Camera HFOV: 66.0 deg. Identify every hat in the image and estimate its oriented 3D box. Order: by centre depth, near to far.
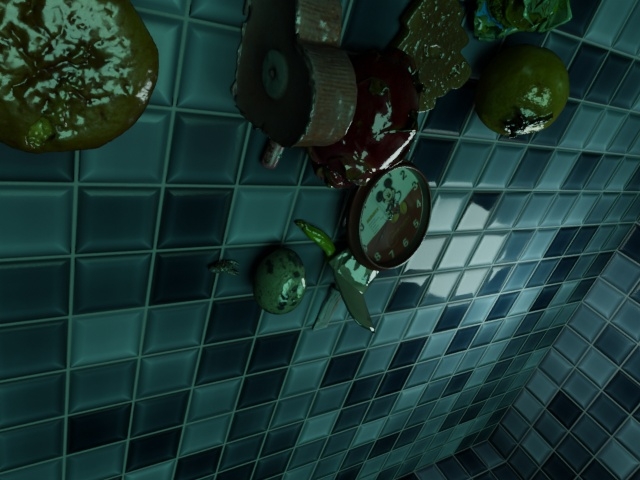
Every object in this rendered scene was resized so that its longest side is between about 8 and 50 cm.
[{"bbox_3d":[0.132,0.127,1.406,0.149,0.245,0.214,-38,154,7],"label":"hat"}]

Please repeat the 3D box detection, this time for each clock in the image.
[{"bbox_3d":[0.187,-0.069,1.360,0.318,0.080,0.319,-15,114,-36],"label":"clock"}]

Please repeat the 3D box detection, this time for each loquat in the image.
[{"bbox_3d":[0.515,-0.376,1.268,0.243,0.244,0.244,-20,133,-22],"label":"loquat"}]

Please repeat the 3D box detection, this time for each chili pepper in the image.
[{"bbox_3d":[0.001,0.000,1.342,0.208,0.048,0.043,54,53,-44],"label":"chili pepper"}]

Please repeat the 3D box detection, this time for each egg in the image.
[{"bbox_3d":[-0.103,0.105,1.278,0.141,0.141,0.182,0,114,-36],"label":"egg"}]

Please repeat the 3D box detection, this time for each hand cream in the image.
[{"bbox_3d":[0.032,0.202,1.537,0.052,0.038,0.216,13,124,-15],"label":"hand cream"}]

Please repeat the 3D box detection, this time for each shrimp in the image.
[{"bbox_3d":[-0.237,0.067,1.234,0.092,0.029,0.038,12,108,-47],"label":"shrimp"}]

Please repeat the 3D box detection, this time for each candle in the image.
[{"bbox_3d":[-0.054,-0.305,0.909,0.131,0.317,0.287,-5,168,-37],"label":"candle"}]

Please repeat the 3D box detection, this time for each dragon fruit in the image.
[{"bbox_3d":[0.095,-0.263,1.055,0.314,0.250,0.250,-34,138,3],"label":"dragon fruit"}]

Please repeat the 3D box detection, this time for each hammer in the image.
[{"bbox_3d":[-0.104,-0.199,1.101,0.043,0.043,0.083,9,119,-40],"label":"hammer"}]

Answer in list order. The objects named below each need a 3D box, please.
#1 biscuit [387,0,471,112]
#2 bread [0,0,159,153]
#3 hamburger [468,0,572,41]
[{"bbox_3d":[0.256,-0.450,1.158,0.277,0.043,0.302,-15,130,-23],"label":"biscuit"},{"bbox_3d":[-0.407,-0.278,0.729,0.311,0.172,0.313,-16,129,-20],"label":"bread"},{"bbox_3d":[0.483,-0.577,1.142,0.276,0.150,0.260,-41,136,0],"label":"hamburger"}]
